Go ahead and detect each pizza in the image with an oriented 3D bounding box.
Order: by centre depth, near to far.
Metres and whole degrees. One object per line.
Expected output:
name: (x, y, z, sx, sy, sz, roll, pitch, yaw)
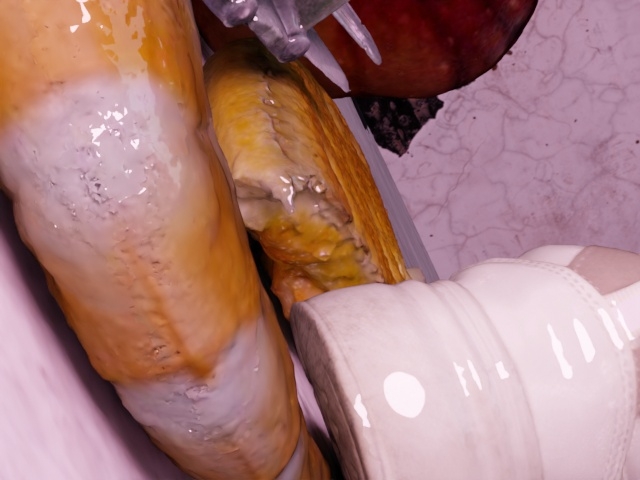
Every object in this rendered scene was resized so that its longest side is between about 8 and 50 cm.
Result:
pizza: (0.000, 0.000, 0.745, 0.197, 0.058, 0.292, 63, 6, -4)

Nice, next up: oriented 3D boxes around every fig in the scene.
fig: (0.018, -0.169, 0.832, 0.249, 0.203, 0.186, 51, 57, -83)

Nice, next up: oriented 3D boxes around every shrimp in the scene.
shrimp: (-0.043, -0.033, 0.416, 0.185, 0.068, 0.287, -87, 154, -75)

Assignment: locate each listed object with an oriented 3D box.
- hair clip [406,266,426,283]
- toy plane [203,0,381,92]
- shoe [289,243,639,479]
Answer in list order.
hair clip: (0.068, 0.117, 0.860, 0.159, 0.071, 0.218, -123, -166, -80)
toy plane: (-0.076, -0.182, 0.673, 0.267, 0.088, 0.212, 56, 13, 24)
shoe: (0.085, 0.075, 0.613, 0.316, 0.159, 0.124, 67, 1, -72)
